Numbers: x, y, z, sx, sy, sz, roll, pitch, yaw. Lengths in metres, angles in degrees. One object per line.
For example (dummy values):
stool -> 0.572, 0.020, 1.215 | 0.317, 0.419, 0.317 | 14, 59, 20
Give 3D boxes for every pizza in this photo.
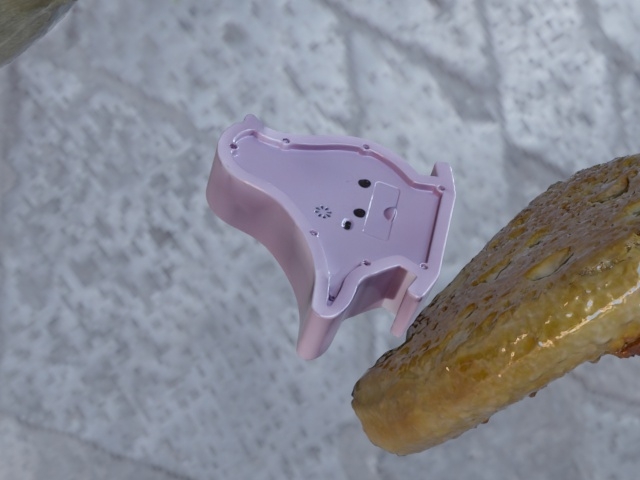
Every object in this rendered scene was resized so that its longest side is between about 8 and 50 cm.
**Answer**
pizza -> 0.201, 0.026, 1.163 | 0.114, 0.409, 0.278 | 58, 0, -6

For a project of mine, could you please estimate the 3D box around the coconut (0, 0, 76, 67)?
coconut -> -0.344, -0.335, 1.469 | 0.404, 0.404, 0.404 | 31, 42, -33

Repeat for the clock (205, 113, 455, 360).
clock -> 0.000, 0.000, 1.728 | 0.275, 0.080, 0.290 | 16, 43, -5
